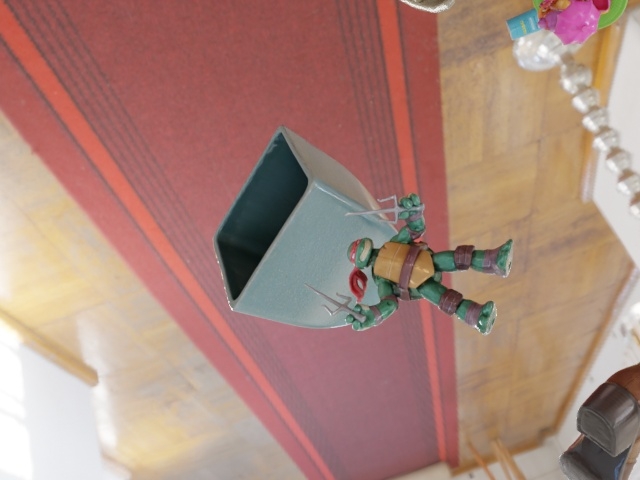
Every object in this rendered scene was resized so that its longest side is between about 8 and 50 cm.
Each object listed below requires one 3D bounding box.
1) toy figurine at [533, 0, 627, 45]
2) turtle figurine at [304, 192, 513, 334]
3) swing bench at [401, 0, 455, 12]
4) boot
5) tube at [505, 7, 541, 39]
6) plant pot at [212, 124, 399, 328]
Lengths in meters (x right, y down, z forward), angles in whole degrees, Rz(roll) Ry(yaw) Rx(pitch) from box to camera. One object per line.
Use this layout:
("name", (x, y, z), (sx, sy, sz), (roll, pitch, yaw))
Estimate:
("toy figurine", (0.442, -0.408, 1.405), (0.173, 0.159, 0.130), (6, 127, 32))
("turtle figurine", (0.108, 0.030, 0.967), (0.234, 0.175, 0.118), (14, -176, 21))
("swing bench", (0.173, -0.543, 1.258), (0.254, 0.165, 0.253), (43, 83, -26))
("boot", (0.458, 0.221, 1.091), (0.280, 0.096, 0.264), (-33, 132, -21))
("tube", (0.574, -0.568, 1.987), (0.207, 0.052, 0.080), (-20, 121, 13))
("plant pot", (0.000, 0.000, 1.318), (0.252, 0.248, 0.247), (24, 109, -26))
